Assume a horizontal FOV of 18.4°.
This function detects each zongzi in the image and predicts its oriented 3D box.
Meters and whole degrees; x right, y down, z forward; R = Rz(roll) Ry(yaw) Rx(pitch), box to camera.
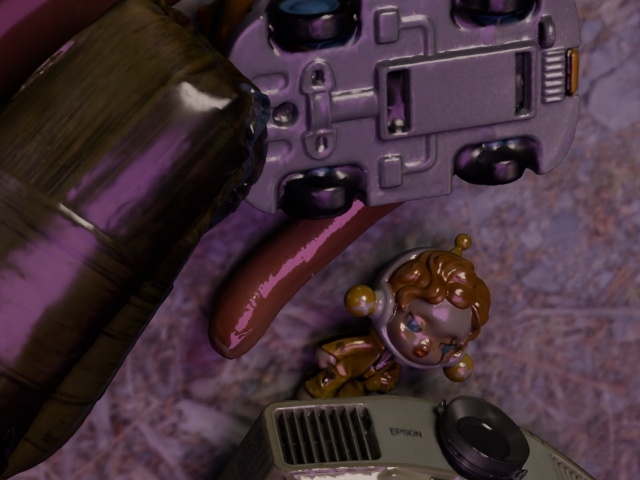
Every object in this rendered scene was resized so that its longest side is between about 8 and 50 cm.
[{"bbox_3d":[-0.141,0.023,1.088,0.138,0.300,0.286,40,84,11],"label":"zongzi"}]

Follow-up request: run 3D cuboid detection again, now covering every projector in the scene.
[{"bbox_3d":[0.062,0.193,1.275,0.269,0.088,0.193,16,122,-27],"label":"projector"}]

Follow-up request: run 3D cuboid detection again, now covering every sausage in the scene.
[{"bbox_3d":[0.000,0.000,1.213,0.186,0.043,0.043,-42,120,1],"label":"sausage"}]

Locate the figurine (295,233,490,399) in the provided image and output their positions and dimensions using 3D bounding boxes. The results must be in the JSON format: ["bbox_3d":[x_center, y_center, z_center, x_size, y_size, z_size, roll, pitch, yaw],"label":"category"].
[{"bbox_3d":[0.050,0.063,1.251,0.101,0.068,0.143,11,121,-20],"label":"figurine"}]

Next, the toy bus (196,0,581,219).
[{"bbox_3d":[0.030,-0.099,1.124,0.209,0.136,0.126,-10,116,-15],"label":"toy bus"}]

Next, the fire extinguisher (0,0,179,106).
[{"bbox_3d":[-0.147,-0.123,1.071,0.337,0.106,0.147,-34,131,-2],"label":"fire extinguisher"}]
